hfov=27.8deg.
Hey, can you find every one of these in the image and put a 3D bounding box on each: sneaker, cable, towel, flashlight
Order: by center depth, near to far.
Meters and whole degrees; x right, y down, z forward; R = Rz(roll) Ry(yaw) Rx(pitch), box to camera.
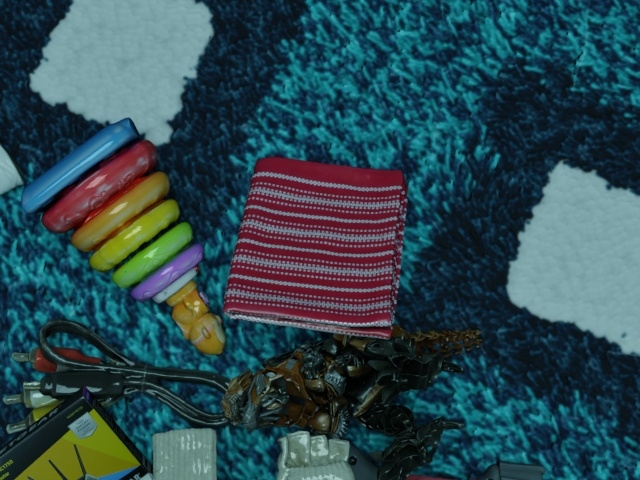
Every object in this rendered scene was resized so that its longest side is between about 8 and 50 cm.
[{"bbox_3d":[0.114,0.290,1.538,0.304,0.103,0.103,4,46,-1],"label":"flashlight"},{"bbox_3d":[0.000,0.000,1.542,0.199,0.031,0.275,7,43,2],"label":"towel"},{"bbox_3d":[-0.243,0.171,1.594,0.287,0.072,0.139,3,67,-11],"label":"cable"},{"bbox_3d":[-0.434,-0.123,1.631,0.061,0.054,0.152,-31,82,-2],"label":"sneaker"}]

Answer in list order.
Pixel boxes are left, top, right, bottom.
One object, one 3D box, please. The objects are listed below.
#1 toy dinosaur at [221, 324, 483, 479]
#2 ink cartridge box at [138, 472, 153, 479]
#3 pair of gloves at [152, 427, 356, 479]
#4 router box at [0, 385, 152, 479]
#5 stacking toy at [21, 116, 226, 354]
[{"bbox_3d":[0.052,0.153,1.517,0.322,0.218,0.164,-36,124,-16],"label":"toy dinosaur"},{"bbox_3d":[-0.244,0.367,1.497,0.212,0.154,0.093,-35,80,-4],"label":"ink cartridge box"},{"bbox_3d":[-0.075,0.303,1.391,0.240,0.042,0.204,2,73,7],"label":"pair of gloves"},{"bbox_3d":[-0.310,0.278,1.536,0.179,0.046,0.133,-37,104,2],"label":"router box"},{"bbox_3d":[-0.207,0.015,1.570,0.165,0.175,0.302,-37,94,-2],"label":"stacking toy"}]
